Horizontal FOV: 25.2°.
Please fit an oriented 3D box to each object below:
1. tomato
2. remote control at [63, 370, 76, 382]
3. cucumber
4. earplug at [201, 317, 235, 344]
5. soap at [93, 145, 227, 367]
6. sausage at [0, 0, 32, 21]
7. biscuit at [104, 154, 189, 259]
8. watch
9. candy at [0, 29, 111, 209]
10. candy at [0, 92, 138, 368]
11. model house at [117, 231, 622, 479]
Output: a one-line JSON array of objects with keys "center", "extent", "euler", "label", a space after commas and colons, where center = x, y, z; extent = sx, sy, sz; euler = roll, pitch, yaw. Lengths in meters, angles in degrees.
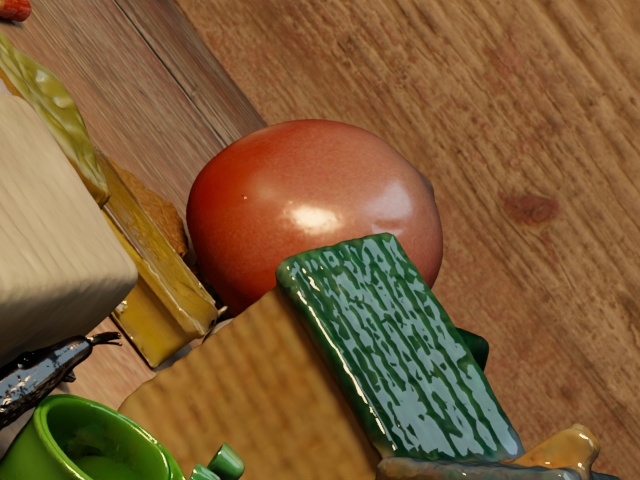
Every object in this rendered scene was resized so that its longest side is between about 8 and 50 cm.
[{"center": [0.000, 0.000, 1.765], "extent": [0.321, 0.321, 0.321], "euler": [51, 9, -12], "label": "tomato"}, {"center": [-0.240, 0.092, 1.184], "extent": [0.096, 0.014, 0.039], "euler": [39, 18, -52], "label": "remote control"}, {"center": [-0.206, 0.097, 0.979], "extent": [0.043, 0.163, 0.039], "euler": [22, -50, 29], "label": "cucumber"}, {"center": [-0.018, 0.170, 1.572], "extent": [0.301, 0.172, 0.172], "euler": [37, 18, -43], "label": "earplug"}, {"center": [-0.202, 0.013, 1.479], "extent": [0.233, 0.076, 0.135], "euler": [51, 8, -3], "label": "soap"}, {"center": [-0.399, -0.295, 1.786], "extent": [0.034, 0.034, 0.129], "euler": [53, 9, 2], "label": "sausage"}, {"center": [-0.218, -0.032, 1.697], "extent": [0.144, 0.033, 0.224], "euler": [60, 12, 27], "label": "biscuit"}, {"center": [-0.155, 0.182, 1.022], "extent": [0.152, 0.131, 0.165], "euler": [34, 14, -1], "label": "watch"}, {"center": [-0.292, -0.109, 1.289], "extent": [0.260, 0.118, 0.260], "euler": [49, 1, -2], "label": "candy"}, {"center": [-0.272, -0.005, 0.980], "extent": [0.208, 0.145, 0.358], "euler": [54, 10, 7], "label": "candy"}, {"center": [0.071, 0.215, 1.242], "extent": [0.382, 0.342, 0.334], "euler": [56, 11, 21], "label": "model house"}]
